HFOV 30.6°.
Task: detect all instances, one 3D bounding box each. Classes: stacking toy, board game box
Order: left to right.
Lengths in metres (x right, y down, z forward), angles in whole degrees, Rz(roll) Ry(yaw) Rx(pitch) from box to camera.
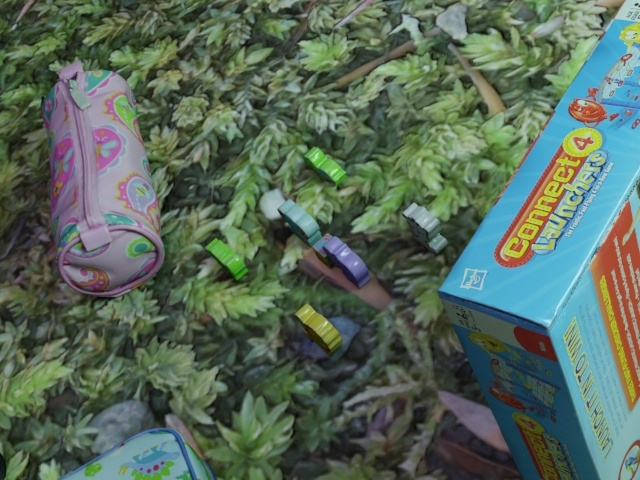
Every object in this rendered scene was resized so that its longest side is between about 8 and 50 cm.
[{"bbox_3d":[0.000,0.000,1.194,0.167,0.052,0.221,-43,49,-13],"label":"stacking toy"},{"bbox_3d":[0.237,0.020,0.907,0.086,0.308,0.302,19,63,35],"label":"board game box"}]

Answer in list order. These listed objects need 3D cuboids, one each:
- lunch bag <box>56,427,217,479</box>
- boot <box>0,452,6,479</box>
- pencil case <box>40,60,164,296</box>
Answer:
[{"bbox_3d":[-0.182,0.284,1.023,0.219,0.090,0.176,-30,47,-1],"label":"lunch bag"},{"bbox_3d":[-0.469,0.266,1.156,0.264,0.096,0.280,27,69,36],"label":"boot"},{"bbox_3d":[-0.250,-0.073,1.313,0.124,0.124,0.284,-21,50,6],"label":"pencil case"}]
